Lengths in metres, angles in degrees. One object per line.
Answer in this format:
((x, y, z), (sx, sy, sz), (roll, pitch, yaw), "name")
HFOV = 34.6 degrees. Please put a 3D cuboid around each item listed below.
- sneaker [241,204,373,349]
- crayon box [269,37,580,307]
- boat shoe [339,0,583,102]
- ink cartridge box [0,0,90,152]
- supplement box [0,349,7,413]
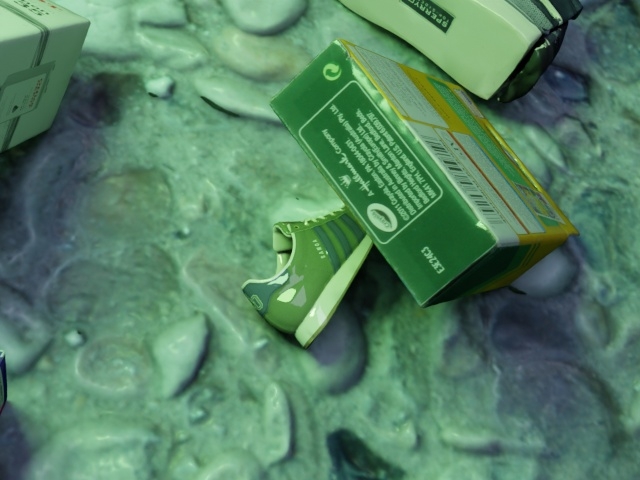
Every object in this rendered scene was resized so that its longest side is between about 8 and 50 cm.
((0.000, 0.000, 0.926), (0.086, 0.064, 0.192), (32, 59, 1), "sneaker")
((0.107, -0.055, 0.906), (0.203, 0.083, 0.323), (54, 21, 14), "crayon box")
((0.121, -0.291, 1.097), (0.340, 0.127, 0.158), (44, 45, 8), "boat shoe")
((-0.327, -0.154, 0.787), (0.207, 0.117, 0.283), (26, 17, -2), "ink cartridge box")
((-0.308, 0.180, 0.715), (0.114, 0.111, 0.220), (16, 60, -8), "supplement box")
